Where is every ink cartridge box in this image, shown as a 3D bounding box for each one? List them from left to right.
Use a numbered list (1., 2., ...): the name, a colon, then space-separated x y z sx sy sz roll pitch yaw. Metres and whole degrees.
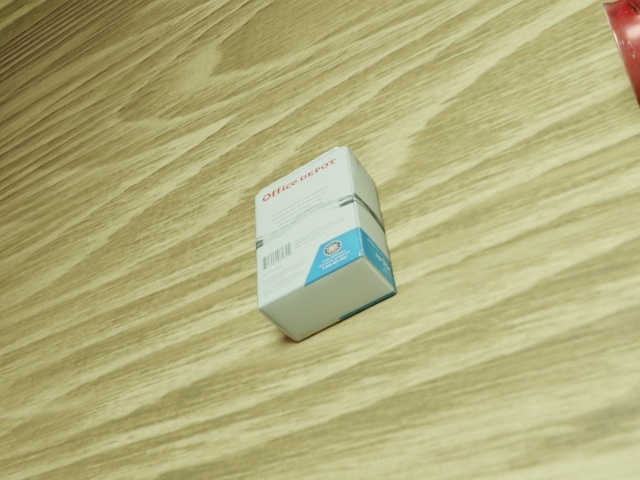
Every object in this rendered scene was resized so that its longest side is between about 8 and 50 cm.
1. ink cartridge box: 0.000 0.000 0.949 0.140 0.082 0.190 -28 39 20

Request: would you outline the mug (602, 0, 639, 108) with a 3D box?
1. mug: 0.366 -0.212 0.765 0.169 0.150 0.113 -19 73 23
